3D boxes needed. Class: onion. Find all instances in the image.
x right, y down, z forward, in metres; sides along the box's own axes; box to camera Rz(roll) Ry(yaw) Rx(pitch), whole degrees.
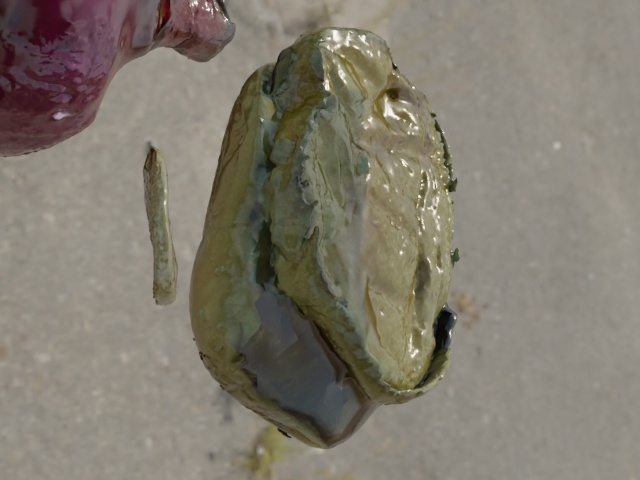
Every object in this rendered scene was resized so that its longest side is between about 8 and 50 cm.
[{"bbox_3d":[-0.271,-0.275,1.683,0.420,0.398,0.398,2,74,-25],"label":"onion"}]

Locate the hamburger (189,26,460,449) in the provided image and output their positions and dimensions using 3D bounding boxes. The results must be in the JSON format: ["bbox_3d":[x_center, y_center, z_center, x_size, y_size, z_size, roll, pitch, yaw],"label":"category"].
[{"bbox_3d":[0.001,0.000,1.159,0.265,0.134,0.285,44,45,-43],"label":"hamburger"}]

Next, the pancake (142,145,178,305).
[{"bbox_3d":[-0.135,-0.011,1.346,0.139,0.022,0.139,175,-90,-86],"label":"pancake"}]
